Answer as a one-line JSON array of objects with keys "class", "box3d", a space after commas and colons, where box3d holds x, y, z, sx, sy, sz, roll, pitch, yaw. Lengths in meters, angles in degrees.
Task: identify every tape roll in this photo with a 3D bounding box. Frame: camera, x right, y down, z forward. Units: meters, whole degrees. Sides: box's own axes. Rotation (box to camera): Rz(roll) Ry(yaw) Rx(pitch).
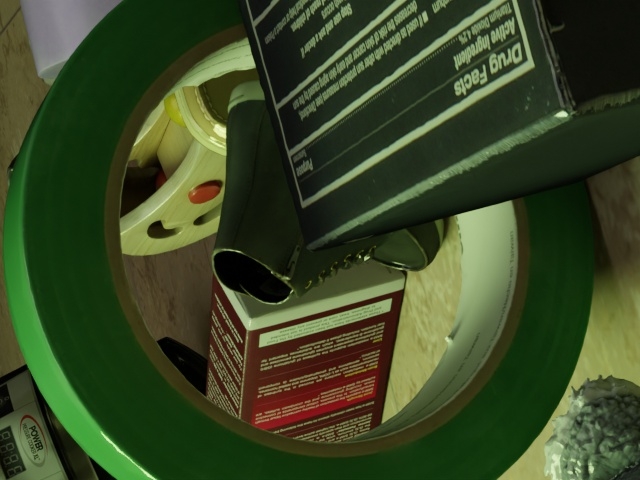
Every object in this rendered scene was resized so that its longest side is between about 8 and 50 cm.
[{"class": "tape roll", "box3d": [-0.147, -0.192, 1.246, 0.189, 0.189, 0.080, 171, 86, -69]}, {"class": "tape roll", "box3d": [-0.008, 0.001, 0.838, 0.077, 0.321, 0.321, 149, 105, -68]}]

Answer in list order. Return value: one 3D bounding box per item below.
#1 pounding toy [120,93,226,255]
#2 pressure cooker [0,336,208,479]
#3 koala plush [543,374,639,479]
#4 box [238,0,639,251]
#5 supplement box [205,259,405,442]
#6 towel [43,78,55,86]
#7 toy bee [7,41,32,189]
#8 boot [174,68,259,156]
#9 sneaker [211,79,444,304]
[{"class": "pounding toy", "box3d": [-0.126, -0.093, 1.306, 0.269, 0.154, 0.155, 114, 137, -58]}, {"class": "pressure cooker", "box3d": [-0.232, 0.290, 1.476, 0.370, 0.420, 0.375, 64, 177, -10]}, {"class": "koala plush", "box3d": [0.161, 0.195, 0.754, 0.196, 0.203, 0.221, 52, 137, 45]}, {"class": "box", "box3d": [0.077, -0.174, 0.704, 0.296, 0.182, 0.294, 153, 103, -69]}, {"class": "supplement box", "box3d": [-0.018, 0.105, 1.196, 0.073, 0.130, 0.239, 56, 151, 40]}, {"class": "towel", "box3d": [-0.281, -0.312, 1.695, 0.324, 0.056, 0.312, -151, 50, -63]}, {"class": "toy bee", "box3d": [-0.194, -0.175, 1.482, 0.195, 0.162, 0.298, -66, -17, -73]}, {"class": "boot", "box3d": [-0.016, -0.198, 0.965, 0.203, 0.095, 0.262, 143, 142, -64]}, {"class": "sneaker", "box3d": [0.000, 0.000, 0.972, 0.083, 0.222, 0.118, -1, 66, 35]}]
